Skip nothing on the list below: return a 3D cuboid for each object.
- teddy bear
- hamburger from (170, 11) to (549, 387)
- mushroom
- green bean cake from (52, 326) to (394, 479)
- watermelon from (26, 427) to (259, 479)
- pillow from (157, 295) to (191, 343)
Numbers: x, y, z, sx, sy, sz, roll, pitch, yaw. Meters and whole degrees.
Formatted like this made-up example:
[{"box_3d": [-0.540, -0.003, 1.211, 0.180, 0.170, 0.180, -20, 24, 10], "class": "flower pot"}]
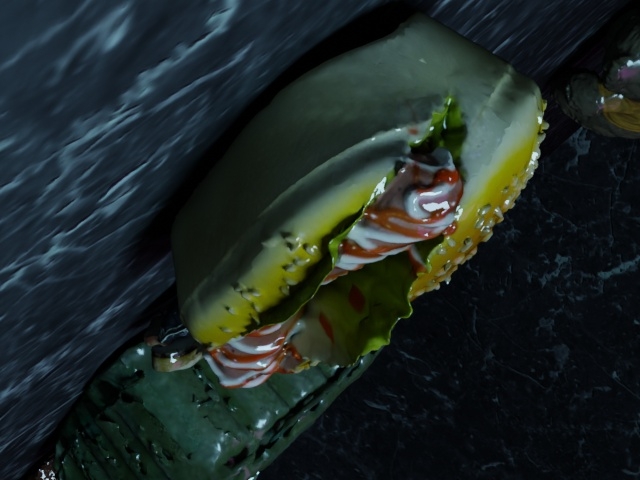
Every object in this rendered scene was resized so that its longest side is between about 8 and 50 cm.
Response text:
[{"box_3d": [0.345, -0.183, 1.294, 0.177, 0.140, 0.190, -36, 166, 0], "class": "teddy bear"}, {"box_3d": [0.014, -0.013, 0.587, 0.173, 0.116, 0.210, -37, 174, -45], "class": "hamburger"}, {"box_3d": [-0.093, 0.063, 0.818, 0.049, 0.019, 0.101, 2, -162, 5], "class": "mushroom"}, {"box_3d": [-0.083, 0.125, 0.988, 0.241, 0.132, 0.255, -39, 175, -40], "class": "green bean cake"}, {"box_3d": [-0.163, 0.228, 1.142, 0.231, 0.146, 0.128, -40, 175, -18], "class": "watermelon"}, {"box_3d": [0.000, 0.000, 0.784, 0.208, 0.055, 0.141, -26, -174, 29], "class": "pillow"}]
